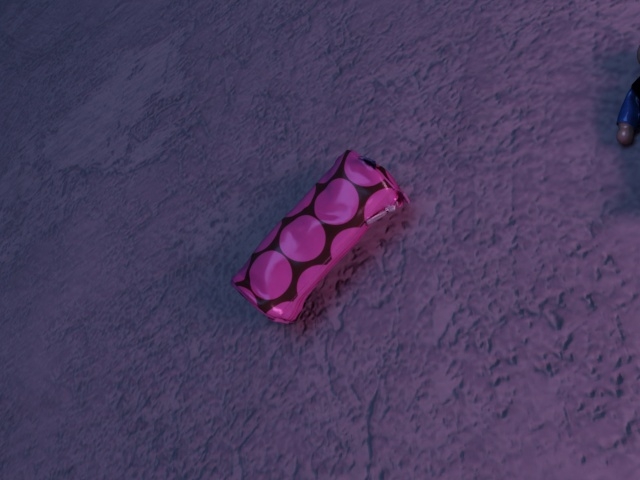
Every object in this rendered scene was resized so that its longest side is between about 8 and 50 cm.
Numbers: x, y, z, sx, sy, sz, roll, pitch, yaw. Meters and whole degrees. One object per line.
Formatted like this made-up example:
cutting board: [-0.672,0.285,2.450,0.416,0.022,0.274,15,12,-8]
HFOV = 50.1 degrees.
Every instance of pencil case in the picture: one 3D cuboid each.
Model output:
pencil case: [0.000,0.000,0.749,0.209,0.095,0.098,-49,59,7]

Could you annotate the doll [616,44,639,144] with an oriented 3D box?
doll: [0.315,-0.114,0.583,0.129,0.046,0.189,-32,39,33]
